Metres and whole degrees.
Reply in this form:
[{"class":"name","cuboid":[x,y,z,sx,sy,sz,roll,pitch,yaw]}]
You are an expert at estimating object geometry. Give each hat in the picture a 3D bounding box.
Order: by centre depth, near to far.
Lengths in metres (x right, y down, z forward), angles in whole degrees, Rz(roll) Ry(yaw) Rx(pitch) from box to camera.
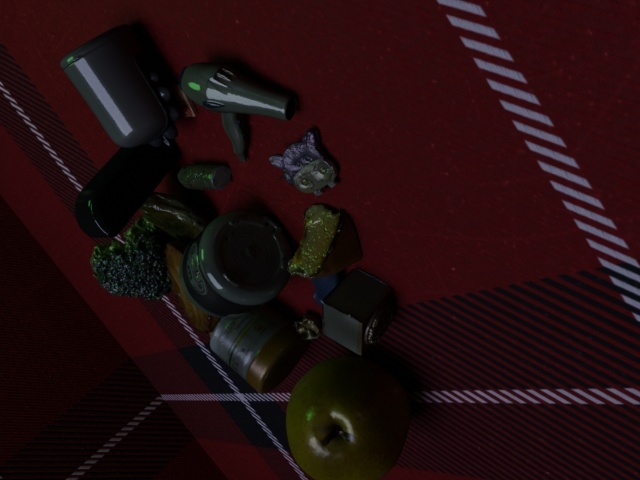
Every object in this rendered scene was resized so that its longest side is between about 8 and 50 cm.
[{"class":"hat","cuboid":[-0.036,0.258,1.928,0.076,0.059,0.077,-12,117,21]}]

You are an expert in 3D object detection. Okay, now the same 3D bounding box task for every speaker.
[{"class":"speaker","cuboid":[-0.585,-0.205,1.851,0.180,0.388,0.184,0,141,49]}]

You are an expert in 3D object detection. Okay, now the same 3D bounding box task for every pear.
[{"class":"pear","cuboid":[0.078,0.505,1.784,0.362,0.362,0.418,40,176,13]}]

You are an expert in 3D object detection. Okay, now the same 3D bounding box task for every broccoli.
[{"class":"broccoli","cuboid":[-0.644,0.059,2.274,0.347,0.281,0.293,-20,136,19]}]

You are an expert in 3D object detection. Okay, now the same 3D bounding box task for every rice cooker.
[{"class":"rice cooker","cuboid":[-0.245,0.068,1.787,0.288,0.288,0.277,52,148,-5]}]

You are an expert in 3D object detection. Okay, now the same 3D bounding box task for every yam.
[{"class":"yam","cuboid":[-0.331,-0.182,1.809,0.179,0.078,0.078,7,129,42]}]

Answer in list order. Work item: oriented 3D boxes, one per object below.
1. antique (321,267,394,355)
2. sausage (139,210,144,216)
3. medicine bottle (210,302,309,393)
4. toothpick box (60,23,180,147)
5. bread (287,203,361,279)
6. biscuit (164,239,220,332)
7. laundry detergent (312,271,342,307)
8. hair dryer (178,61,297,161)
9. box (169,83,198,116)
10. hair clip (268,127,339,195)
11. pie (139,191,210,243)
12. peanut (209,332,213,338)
[{"class":"antique","cuboid":[0.100,0.183,1.615,0.148,0.146,0.152,28,143,26]},{"class":"sausage","cuboid":[-0.626,-0.161,2.215,0.034,0.034,0.253,36,146,19]},{"class":"medicine bottle","cuboid":[-0.195,0.328,2.023,0.232,0.238,0.238,35,145,19]},{"class":"toothpick box","cuboid":[-0.505,-0.391,1.683,0.229,0.229,0.316,-4,123,51]},{"class":"bread","cuboid":[0.000,0.000,1.559,0.140,0.169,0.160,16,120,42]},{"class":"biscuit","cuboid":[-0.400,0.143,2.052,0.325,0.107,0.326,42,146,38]},{"class":"laundry detergent","cuboid":[0.020,0.125,1.727,0.096,0.061,0.206,18,138,27]},{"class":"hair dryer","cuboid":[-0.163,-0.296,1.499,0.295,0.119,0.298,9,147,40]},{"class":"box","cuboid":[-0.368,-0.377,1.703,0.058,0.015,0.093,8,130,47]},{"class":"hair clip","cuboid":[-0.035,-0.170,1.494,0.146,0.056,0.187,49,145,-14]},{"class":"pie","cuboid":[-0.468,-0.070,1.988,0.277,0.079,0.277,17,160,7]},{"class":"peanut","cuboid":[-0.325,0.272,2.216,0.147,0.147,0.319,39,144,15]}]
